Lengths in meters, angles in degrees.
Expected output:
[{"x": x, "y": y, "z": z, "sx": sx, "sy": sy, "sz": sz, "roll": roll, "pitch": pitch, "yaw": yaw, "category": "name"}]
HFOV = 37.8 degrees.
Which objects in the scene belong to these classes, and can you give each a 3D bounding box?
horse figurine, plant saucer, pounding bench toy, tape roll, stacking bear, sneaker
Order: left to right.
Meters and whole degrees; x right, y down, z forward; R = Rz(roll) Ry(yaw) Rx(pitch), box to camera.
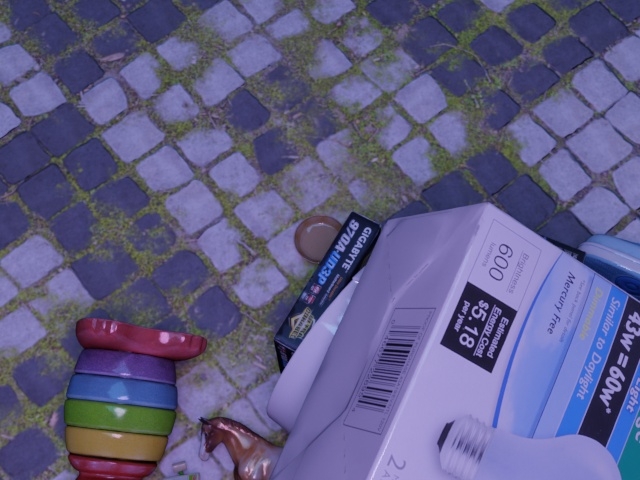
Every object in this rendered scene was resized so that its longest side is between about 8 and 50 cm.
[{"x": -0.275, "y": 0.265, "z": 1.274, "sx": 0.175, "sy": 0.164, "sz": 0.289, "roll": 14, "pitch": 76, "yaw": -27, "category": "stacking bear"}, {"x": -0.187, "y": 0.354, "z": 1.289, "sx": 0.052, "sy": 0.065, "sz": 0.083, "roll": -9, "pitch": 32, "yaw": -4, "category": "pounding bench toy"}, {"x": -0.044, "y": 0.339, "z": 1.291, "sx": 0.263, "sy": 0.066, "sz": 0.174, "roll": 2, "pitch": 73, "yaw": 4, "category": "horse figurine"}, {"x": 0.000, "y": 0.000, "z": 1.461, "sx": 0.083, "sy": 0.015, "sz": 0.083, "roll": 0, "pitch": 67, "yaw": 0, "category": "plant saucer"}, {"x": 0.054, "y": 0.152, "z": 1.251, "sx": 0.100, "sy": 0.286, "sz": 0.286, "roll": 37, "pitch": 72, "yaw": 15, "category": "tape roll"}, {"x": 0.549, "y": 0.018, "z": 1.400, "sx": 0.319, "sy": 0.127, "sz": 0.208, "roll": 24, "pitch": 71, "yaw": -1, "category": "sneaker"}]

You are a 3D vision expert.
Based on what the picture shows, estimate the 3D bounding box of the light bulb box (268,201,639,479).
[{"x": 0.193, "y": 0.203, "z": 1.031, "sx": 0.361, "sy": 0.225, "sz": 0.358, "roll": 30, "pitch": 76, "yaw": -19, "category": "light bulb box"}]

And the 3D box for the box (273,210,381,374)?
[{"x": 0.011, "y": 0.088, "z": 1.338, "sx": 0.051, "sy": 0.175, "sz": 0.220, "roll": 27, "pitch": 69, "yaw": 12, "category": "box"}]

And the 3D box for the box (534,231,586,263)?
[{"x": 0.277, "y": 0.043, "z": 1.373, "sx": 0.180, "sy": 0.147, "sz": 0.077, "roll": 22, "pitch": 69, "yaw": 8, "category": "box"}]
